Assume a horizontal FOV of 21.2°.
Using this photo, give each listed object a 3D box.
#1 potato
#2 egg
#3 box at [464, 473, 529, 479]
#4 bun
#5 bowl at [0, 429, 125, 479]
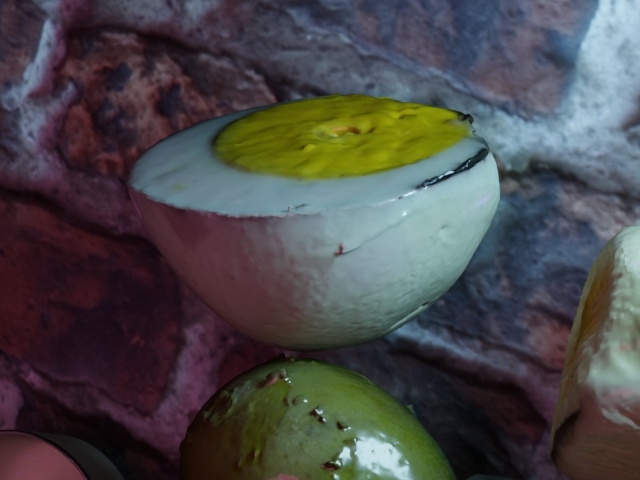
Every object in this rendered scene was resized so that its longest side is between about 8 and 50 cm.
[{"bbox_3d":[-0.017,0.218,1.534,0.219,0.359,0.269,-32,111,-10],"label":"potato"},{"bbox_3d":[0.000,0.000,1.540,0.337,0.337,0.201,1,111,28],"label":"egg"},{"bbox_3d":[0.192,0.251,1.558,0.152,0.100,0.048,6,100,28],"label":"box"},{"bbox_3d":[0.280,0.113,1.435,0.153,0.244,0.243,20,104,6],"label":"bun"},{"bbox_3d":[-0.284,0.306,1.806,0.238,0.126,0.237,3,96,29],"label":"bowl"}]
